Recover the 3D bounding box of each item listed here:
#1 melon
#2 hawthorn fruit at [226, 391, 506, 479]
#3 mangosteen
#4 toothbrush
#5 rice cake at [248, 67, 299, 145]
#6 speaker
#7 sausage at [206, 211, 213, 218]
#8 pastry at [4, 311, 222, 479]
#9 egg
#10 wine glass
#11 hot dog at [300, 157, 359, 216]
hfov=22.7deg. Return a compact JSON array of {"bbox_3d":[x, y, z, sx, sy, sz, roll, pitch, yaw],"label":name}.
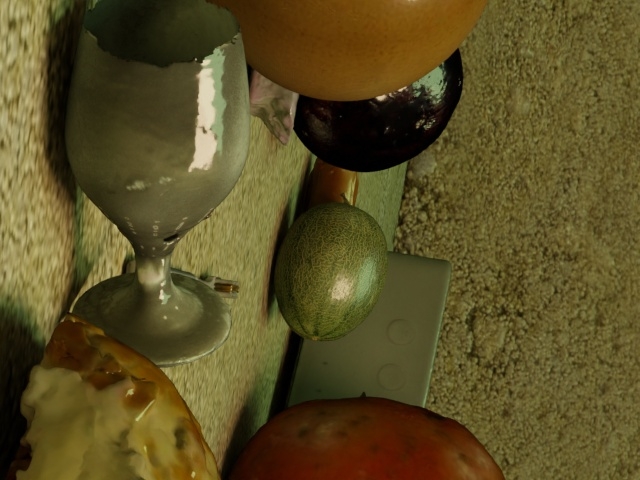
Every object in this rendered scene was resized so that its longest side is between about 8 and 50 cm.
[{"bbox_3d":[0.014,0.030,1.966,0.139,0.139,0.192,77,25,-70],"label":"melon"},{"bbox_3d":[0.059,0.359,1.909,0.403,0.403,0.403,10,90,-82],"label":"hawthorn fruit"},{"bbox_3d":[0.048,-0.199,1.821,0.250,0.211,0.211,-118,-157,-46],"label":"mangosteen"},{"bbox_3d":[-0.121,0.038,1.419,0.342,0.030,0.025,24,71,-80],"label":"toothbrush"},{"bbox_3d":[-0.021,-0.279,1.637,0.073,0.056,0.365,90,11,-77],"label":"rice cake"},{"bbox_3d":[0.052,0.209,2.222,0.183,0.184,0.406,106,-2,-66],"label":"speaker"},{"bbox_3d":[-0.098,-0.062,1.450,0.036,0.042,0.158,56,22,-17],"label":"sausage"},{"bbox_3d":[-0.135,0.185,1.011,0.256,0.170,0.237,95,10,-63],"label":"pastry"},{"bbox_3d":[0.020,-0.239,1.293,0.322,0.250,0.250,101,1,-71],"label":"egg"},{"bbox_3d":[-0.110,-0.040,1.067,0.126,0.126,0.241,-68,165,-57],"label":"wine glass"},{"bbox_3d":[0.000,0.000,2.079,0.092,0.062,0.236,-9,-110,62],"label":"hot dog"}]
